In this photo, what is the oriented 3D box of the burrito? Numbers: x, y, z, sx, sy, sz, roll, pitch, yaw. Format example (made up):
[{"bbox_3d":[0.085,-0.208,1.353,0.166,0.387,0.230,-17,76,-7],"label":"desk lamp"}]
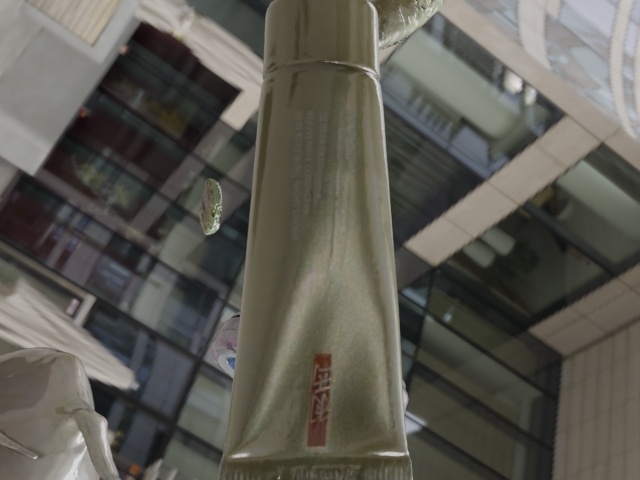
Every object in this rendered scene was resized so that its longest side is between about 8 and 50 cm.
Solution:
[{"bbox_3d":[0.065,-0.223,0.916,0.188,0.058,0.045,-42,147,-47],"label":"burrito"}]

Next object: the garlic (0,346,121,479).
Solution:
[{"bbox_3d":[-0.298,0.191,0.686,0.340,0.232,0.245,-50,-150,28],"label":"garlic"}]

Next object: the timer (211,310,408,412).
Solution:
[{"bbox_3d":[-0.011,0.148,1.051,0.209,0.190,0.069,-1,-125,36],"label":"timer"}]

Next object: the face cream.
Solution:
[{"bbox_3d":[0.000,0.000,0.645,0.084,0.137,0.341,156,-64,-69],"label":"face cream"}]

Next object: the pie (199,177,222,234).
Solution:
[{"bbox_3d":[-0.164,-0.050,1.373,0.084,0.020,0.084,-178,-90,-69],"label":"pie"}]
